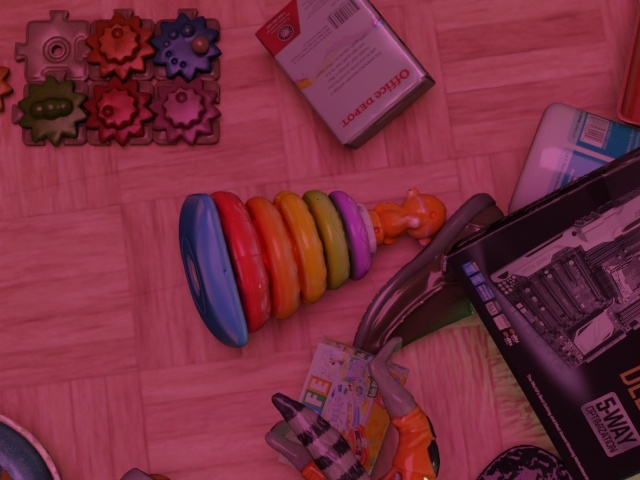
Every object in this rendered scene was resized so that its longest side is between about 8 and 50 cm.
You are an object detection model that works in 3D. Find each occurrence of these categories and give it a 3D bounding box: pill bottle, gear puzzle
[{"bbox_3d":[0.354,-0.046,1.597,0.264,0.146,0.146,21,79,6],"label":"pill bottle"},{"bbox_3d":[-0.287,-0.198,1.702,0.338,0.044,0.176,0,78,2],"label":"gear puzzle"}]

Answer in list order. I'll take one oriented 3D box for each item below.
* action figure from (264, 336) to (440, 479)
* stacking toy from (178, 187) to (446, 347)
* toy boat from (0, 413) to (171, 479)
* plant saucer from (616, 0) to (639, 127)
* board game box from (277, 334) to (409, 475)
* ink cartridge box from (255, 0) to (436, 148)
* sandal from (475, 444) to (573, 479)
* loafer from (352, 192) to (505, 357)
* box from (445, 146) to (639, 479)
[{"bbox_3d":[0.040,0.316,1.465,0.341,0.178,0.330,-35,70,21],"label":"action figure"},{"bbox_3d":[0.000,0.000,1.609,0.301,0.166,0.175,-16,93,-13],"label":"stacking toy"},{"bbox_3d":[-0.306,0.300,1.542,0.318,0.148,0.268,-11,77,0],"label":"toy boat"},{"bbox_3d":[0.482,-0.200,1.648,0.258,0.048,0.259,15,62,5],"label":"plant saucer"},{"bbox_3d":[0.025,0.194,1.579,0.103,0.026,0.154,21,110,7],"label":"board game box"},{"bbox_3d":[0.030,-0.211,1.666,0.127,0.072,0.175,-39,80,10],"label":"ink cartridge box"},{"bbox_3d":[0.196,0.438,1.516,0.167,0.107,0.446,15,78,5],"label":"sandal"},{"bbox_3d":[0.132,0.058,1.608,0.087,0.094,0.251,40,82,14],"label":"loafer"},{"bbox_3d":[0.315,0.086,1.520,0.242,0.076,0.307,-28,95,21],"label":"box"}]
